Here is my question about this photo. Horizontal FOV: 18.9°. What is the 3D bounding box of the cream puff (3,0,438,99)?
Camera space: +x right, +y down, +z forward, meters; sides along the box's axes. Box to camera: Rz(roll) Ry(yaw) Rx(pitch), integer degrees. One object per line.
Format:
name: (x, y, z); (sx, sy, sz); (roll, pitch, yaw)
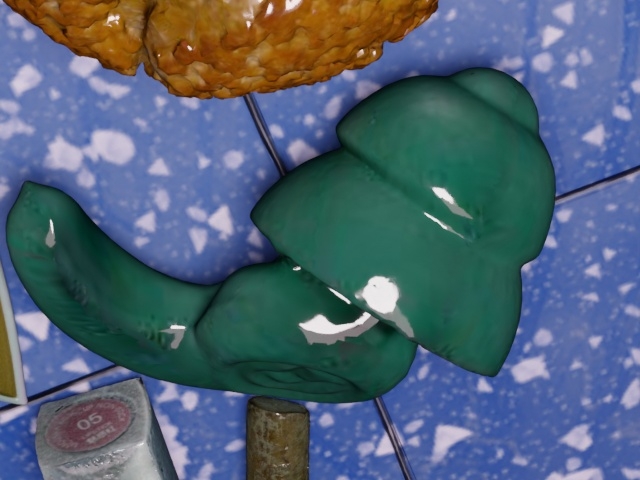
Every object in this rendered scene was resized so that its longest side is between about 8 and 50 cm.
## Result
cream puff: (-0.047, -0.202, 0.911); (0.303, 0.212, 0.303); (-7, 122, -11)

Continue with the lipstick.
lipstick: (-0.103, 0.226, 1.221); (0.076, 0.077, 0.289); (-17, 121, 1)

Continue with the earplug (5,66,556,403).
earplug: (-0.003, -0.003, 1.088); (0.257, 0.164, 0.280); (42, 96, 11)

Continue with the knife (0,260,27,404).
knife: (-0.229, -0.039, 1.081); (0.061, 0.027, 0.343); (-17, 121, -4)

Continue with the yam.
yam: (-0.027, 0.136, 1.202); (0.043, 0.043, 0.094); (-2, 118, -8)
